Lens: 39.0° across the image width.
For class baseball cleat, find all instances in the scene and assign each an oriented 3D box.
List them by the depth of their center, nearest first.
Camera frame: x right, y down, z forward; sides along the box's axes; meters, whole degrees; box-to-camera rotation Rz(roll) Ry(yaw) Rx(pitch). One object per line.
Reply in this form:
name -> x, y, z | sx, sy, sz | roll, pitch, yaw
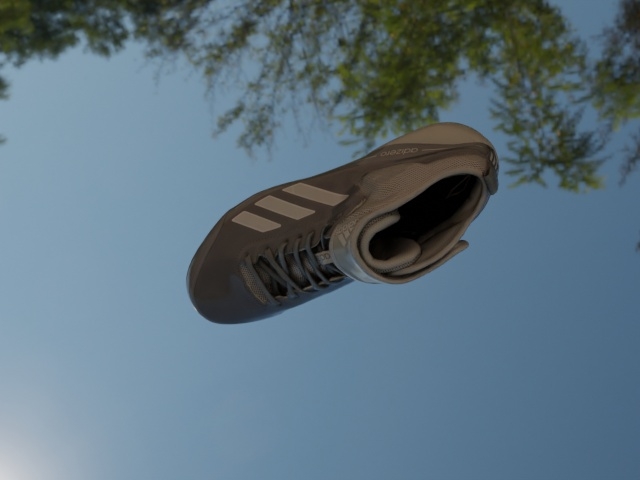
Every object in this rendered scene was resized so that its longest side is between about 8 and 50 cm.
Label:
baseball cleat -> 0.000, 0.000, 0.494 | 0.206, 0.072, 0.109 | -31, -166, 20
